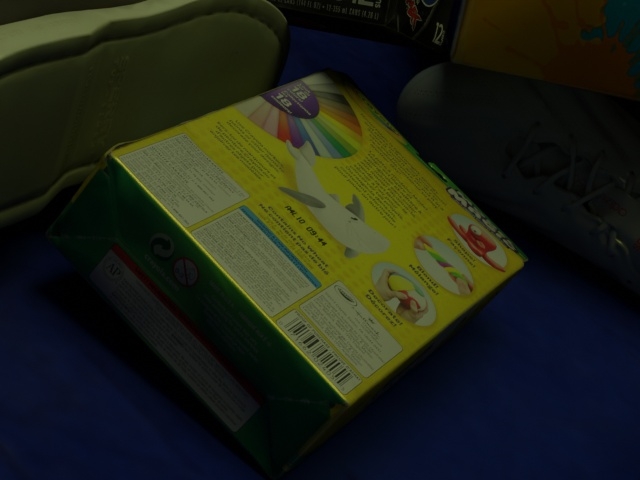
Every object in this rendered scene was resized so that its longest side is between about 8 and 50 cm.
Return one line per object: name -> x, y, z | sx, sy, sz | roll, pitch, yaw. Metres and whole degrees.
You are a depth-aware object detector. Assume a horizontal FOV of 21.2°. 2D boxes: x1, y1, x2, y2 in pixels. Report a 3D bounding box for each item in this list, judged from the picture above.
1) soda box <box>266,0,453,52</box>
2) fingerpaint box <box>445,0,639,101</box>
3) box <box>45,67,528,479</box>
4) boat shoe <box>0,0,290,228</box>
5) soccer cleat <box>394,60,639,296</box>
soda box -> -0.033, -0.114, 0.652 | 0.169, 0.053, 0.060 | 14, 2, 25
fingerpaint box -> 0.238, -0.180, 0.847 | 0.371, 0.163, 0.445 | 11, 20, -4
box -> 0.000, 0.000, 0.569 | 0.105, 0.043, 0.179 | 46, 30, 8
boat shoe -> -0.081, -0.055, 0.551 | 0.069, 0.081, 0.228 | 28, 17, 17
soccer cleat -> 0.122, -0.019, 0.724 | 0.196, 0.068, 0.076 | 23, 31, -21
